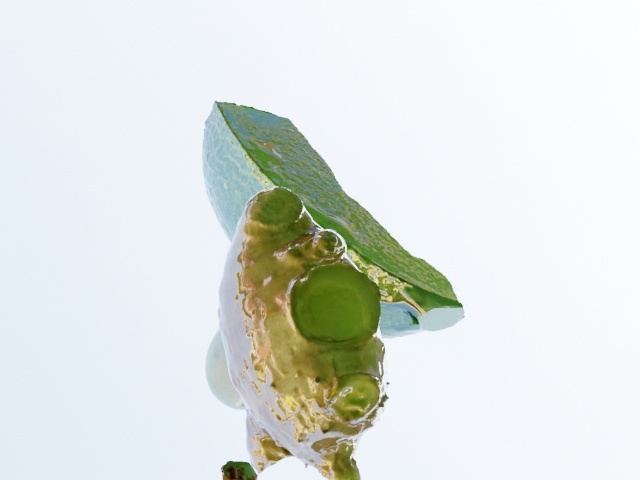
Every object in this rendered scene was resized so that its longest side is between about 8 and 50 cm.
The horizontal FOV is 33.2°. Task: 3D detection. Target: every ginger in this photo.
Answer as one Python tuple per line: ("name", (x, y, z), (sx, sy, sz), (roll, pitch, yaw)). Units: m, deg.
("ginger", (-0.015, 0.073, 0.716), (0.102, 0.157, 0.216), (-6, -114, -28))

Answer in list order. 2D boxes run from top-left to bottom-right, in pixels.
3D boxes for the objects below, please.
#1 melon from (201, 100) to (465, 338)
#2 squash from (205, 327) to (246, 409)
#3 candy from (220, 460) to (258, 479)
("melon", (0.000, 0.000, 1.086), (0.124, 0.196, 0.323), (-30, -131, -20))
("squash", (-0.083, 0.143, 1.319), (0.123, 0.186, 0.123), (13, -123, -21))
("candy", (-0.124, 0.424, 1.365), (0.086, 0.059, 0.292), (32, -122, -33))
